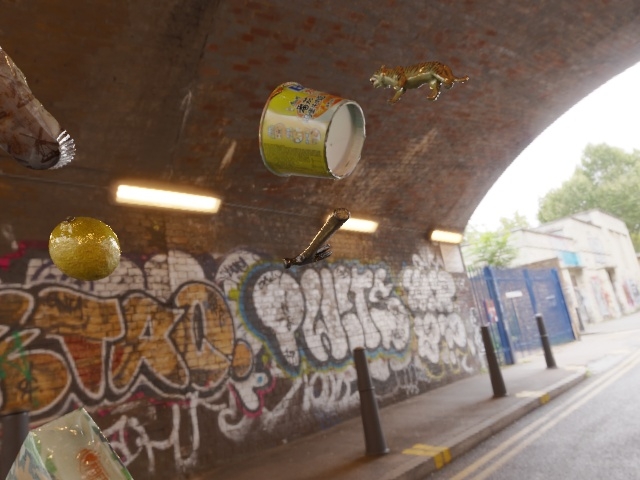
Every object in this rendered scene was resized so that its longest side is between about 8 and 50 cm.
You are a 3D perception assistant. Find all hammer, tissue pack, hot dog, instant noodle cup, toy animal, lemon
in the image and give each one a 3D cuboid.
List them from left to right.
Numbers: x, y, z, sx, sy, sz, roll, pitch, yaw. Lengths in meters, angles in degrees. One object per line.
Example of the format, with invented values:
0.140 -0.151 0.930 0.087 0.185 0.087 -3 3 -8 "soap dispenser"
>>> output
-0.535 -0.223 0.804 0.131 0.069 0.252 -25 -56 8 "hot dog"
-0.471 0.492 0.864 0.311 0.228 0.128 -51 -18 27 "tissue pack"
-0.409 0.014 0.819 0.109 0.109 0.133 -9 -51 -5 "lemon"
-0.011 -0.214 0.971 0.153 0.204 0.205 19 3 30 "instant noodle cup"
0.000 0.000 1.477 0.168 0.044 0.440 -15 -14 -20 "hammer"
0.221 -0.374 1.091 0.241 0.099 0.057 1 -27 29 "toy animal"
